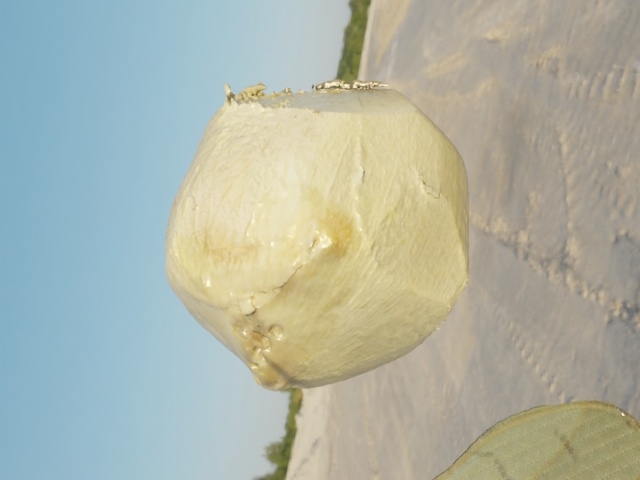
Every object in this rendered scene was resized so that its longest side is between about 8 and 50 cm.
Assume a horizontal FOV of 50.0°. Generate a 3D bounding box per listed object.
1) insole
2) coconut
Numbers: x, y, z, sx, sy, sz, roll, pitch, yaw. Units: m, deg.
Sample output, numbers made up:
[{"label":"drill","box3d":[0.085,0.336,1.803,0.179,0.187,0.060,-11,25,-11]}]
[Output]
[{"label":"insole","box3d":[0.115,0.216,0.538,0.009,0.348,0.119,85,161,-47]},{"label":"coconut","box3d":[0.000,0.000,0.798,0.346,0.346,0.361,99,178,-60]}]
